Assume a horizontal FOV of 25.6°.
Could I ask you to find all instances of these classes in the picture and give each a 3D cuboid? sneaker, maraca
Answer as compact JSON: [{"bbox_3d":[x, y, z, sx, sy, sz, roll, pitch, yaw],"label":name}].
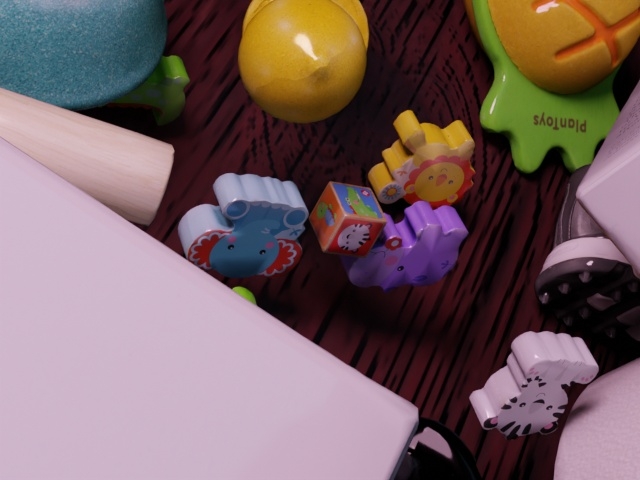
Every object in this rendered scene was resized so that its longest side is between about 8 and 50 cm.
[{"bbox_3d":[0.220,0.024,0.789,0.234,0.078,0.106,26,54,-25],"label":"sneaker"},{"bbox_3d":[0.134,-0.130,0.796,0.127,0.099,0.185,1,91,-32],"label":"maraca"}]

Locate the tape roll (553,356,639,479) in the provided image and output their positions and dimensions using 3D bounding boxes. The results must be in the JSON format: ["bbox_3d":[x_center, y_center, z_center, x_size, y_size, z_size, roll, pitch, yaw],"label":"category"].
[{"bbox_3d":[0.241,0.221,0.628,0.392,0.072,0.392,39,34,-33],"label":"tape roll"}]

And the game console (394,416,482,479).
[{"bbox_3d":[0.046,0.241,0.445,0.044,0.213,0.361,58,10,-73],"label":"game console"}]

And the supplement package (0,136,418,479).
[{"bbox_3d":[-0.161,0.051,0.342,0.293,0.175,0.177,35,65,-15],"label":"supplement package"}]

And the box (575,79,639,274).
[{"bbox_3d":[0.283,-0.039,0.703,0.215,0.168,0.345,50,28,-2],"label":"box"}]

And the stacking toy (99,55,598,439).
[{"bbox_3d":[0.000,0.000,0.611,0.221,0.052,0.167,10,38,-29],"label":"stacking toy"}]

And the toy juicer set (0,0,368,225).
[{"bbox_3d":[-0.092,-0.086,0.562,0.209,0.089,0.329,32,42,0],"label":"toy juicer set"}]
